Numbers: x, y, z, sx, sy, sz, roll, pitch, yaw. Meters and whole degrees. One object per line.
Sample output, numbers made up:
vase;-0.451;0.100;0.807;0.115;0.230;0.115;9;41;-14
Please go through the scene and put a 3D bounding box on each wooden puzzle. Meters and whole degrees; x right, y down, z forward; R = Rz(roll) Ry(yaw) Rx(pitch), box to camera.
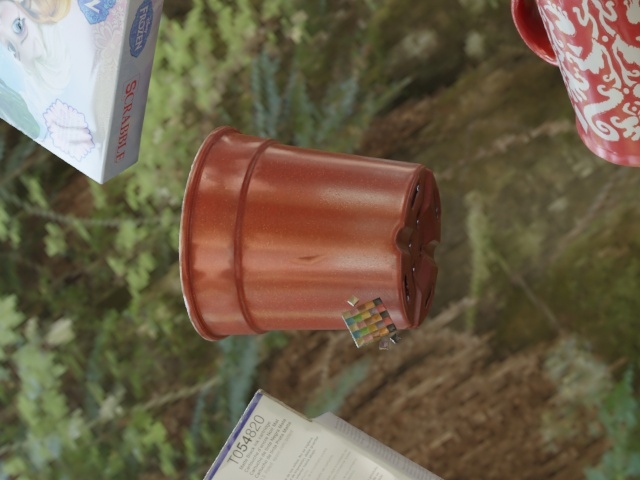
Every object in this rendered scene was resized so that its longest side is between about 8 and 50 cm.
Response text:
wooden puzzle;0.056;0.094;1.734;0.006;0.049;0.083;76;170;-54

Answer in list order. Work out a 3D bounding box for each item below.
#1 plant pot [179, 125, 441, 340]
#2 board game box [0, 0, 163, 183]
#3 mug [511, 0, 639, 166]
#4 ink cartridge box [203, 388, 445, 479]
plant pot;0.000;0.000;1.873;0.272;0.265;0.273;4;-90;-73
board game box;-0.306;-0.264;1.559;0.318;0.319;0.066;32;-136;18
mug;0.188;-0.143;1.028;0.169;0.150;0.113;54;-137;-48
ink cartridge box;-0.007;0.261;1.262;0.224;0.223;0.045;31;-167;-3
